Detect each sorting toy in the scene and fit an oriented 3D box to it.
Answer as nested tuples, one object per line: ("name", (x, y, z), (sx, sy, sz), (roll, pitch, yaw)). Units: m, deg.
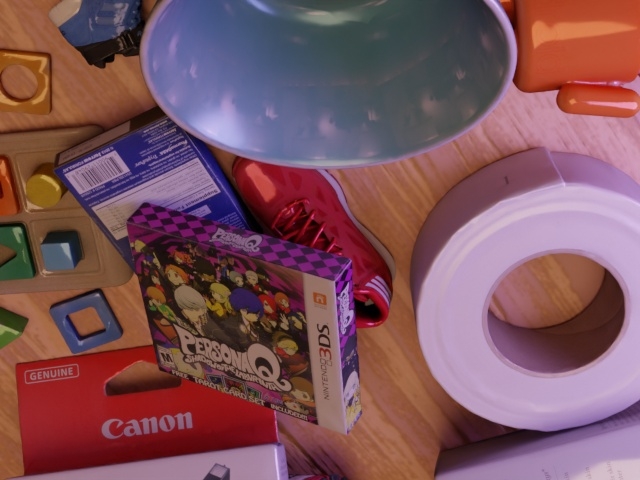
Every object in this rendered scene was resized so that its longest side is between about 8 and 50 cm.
("sorting toy", (-0.306, -0.023, 1.131), (0.196, 0.047, 0.347), (-6, 115, 3))

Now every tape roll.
("tape roll", (0.236, 0.053, 1.139), (0.286, 0.100, 0.286), (0, 115, 1))

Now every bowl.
("bowl", (0.007, -0.208, 0.942), (0.312, 0.163, 0.311), (1, 153, 0))

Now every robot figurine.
("robot figurine", (0.245, -0.201, 1.005), (0.219, 0.158, 0.128), (-7, 137, 3))

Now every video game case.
("video game case", (-0.073, 0.078, 1.088), (0.232, 0.042, 0.210), (16, 133, 23))

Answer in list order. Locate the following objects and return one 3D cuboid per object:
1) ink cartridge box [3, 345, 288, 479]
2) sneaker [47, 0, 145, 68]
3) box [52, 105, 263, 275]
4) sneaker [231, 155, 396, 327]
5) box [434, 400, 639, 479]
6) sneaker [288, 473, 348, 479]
("ink cartridge box", (-0.187, 0.241, 1.171), (0.296, 0.066, 0.261), (-9, 81, 4))
("sneaker", (-0.176, -0.222, 1.031), (0.152, 0.058, 0.084), (-32, 105, 19))
("box", (-0.151, -0.026, 1.119), (0.136, 0.036, 0.225), (-24, 126, 11))
("sneaker", (0.000, 0.000, 1.097), (0.221, 0.128, 0.087), (40, 108, -18))
("box", (0.317, 0.298, 1.174), (0.345, 0.168, 0.215), (-16, 87, 7))
("sneaker", (0.013, 0.388, 1.299), (0.112, 0.121, 0.299), (-3, 120, 34))
